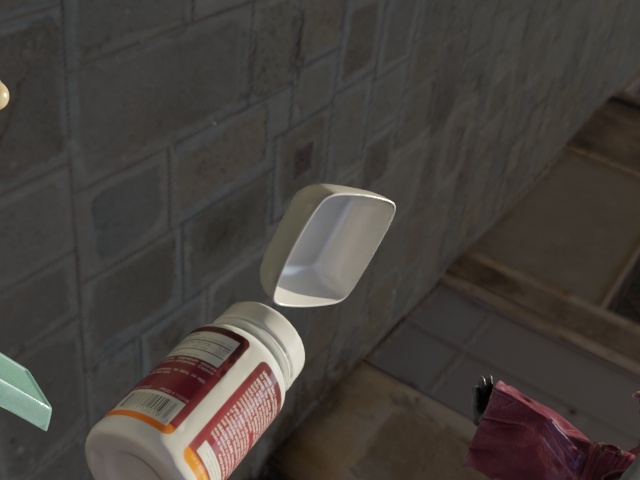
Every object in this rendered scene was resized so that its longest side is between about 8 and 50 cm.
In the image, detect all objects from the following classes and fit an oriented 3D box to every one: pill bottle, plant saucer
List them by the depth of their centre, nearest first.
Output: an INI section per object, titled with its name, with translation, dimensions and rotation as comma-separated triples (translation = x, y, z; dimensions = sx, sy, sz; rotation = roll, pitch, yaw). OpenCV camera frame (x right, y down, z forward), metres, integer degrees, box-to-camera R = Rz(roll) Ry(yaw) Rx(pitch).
[plant saucer]
translation = -0.258, 0.071, 0.562
dimensions = 0.018, 0.067, 0.192
rotation = -47, 137, -6
[pill bottle]
translation = -0.202, 0.288, 1.440
dimensions = 0.392, 0.224, 0.224
rotation = -45, 151, -48

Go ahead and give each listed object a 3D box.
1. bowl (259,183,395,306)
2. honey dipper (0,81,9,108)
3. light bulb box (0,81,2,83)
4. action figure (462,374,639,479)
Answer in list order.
[bowl]
translation = 0.000, 0.000, 0.872
dimensions = 0.142, 0.053, 0.142
rotation = 3, 120, -53
[honey dipper]
translation = -0.246, -0.117, 0.509
dimensions = 0.030, 0.160, 0.030
rotation = -43, 152, -30
[light bulb box]
translation = -0.626, -0.161, 1.049
dimensions = 0.361, 0.225, 0.358
rotation = -50, -168, -9
[action figure]
translation = 0.367, 0.328, 1.111
dimensions = 0.248, 0.370, 0.276
rotation = 8, 103, -56
